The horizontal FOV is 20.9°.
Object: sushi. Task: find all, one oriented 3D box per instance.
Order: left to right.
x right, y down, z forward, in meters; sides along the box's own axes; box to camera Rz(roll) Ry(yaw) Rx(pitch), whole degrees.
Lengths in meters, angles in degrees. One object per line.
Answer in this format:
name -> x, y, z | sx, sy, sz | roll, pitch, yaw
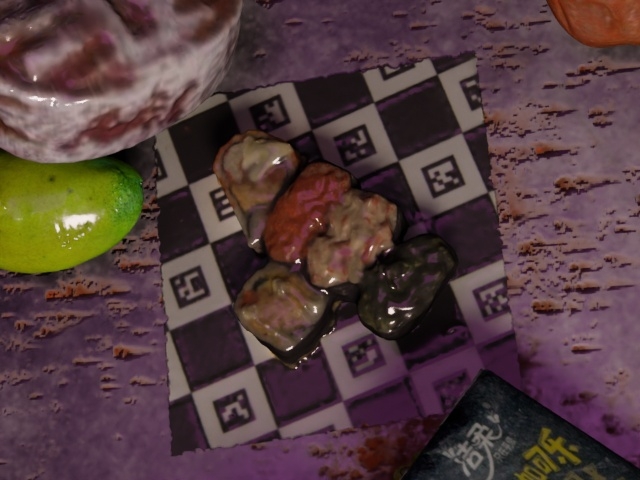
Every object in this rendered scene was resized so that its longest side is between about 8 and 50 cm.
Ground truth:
sushi -> 0.000, 0.000, 1.532 | 0.320, 0.069, 0.339 | -8, 73, 11

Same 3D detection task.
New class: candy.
candy -> -0.203, -0.185, 1.565 | 0.289, 0.157, 0.214 | -32, 65, -29

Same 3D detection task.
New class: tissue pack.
tissue pack -> 0.186, 0.234, 1.350 | 0.257, 0.081, 0.185 | 33, 43, 11

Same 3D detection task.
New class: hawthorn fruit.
hawthorn fruit -> 0.253, -0.232, 1.487 | 0.149, 0.189, 0.149 | 5, 105, 20

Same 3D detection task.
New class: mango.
mango -> -0.247, -0.032, 1.578 | 0.178, 0.100, 0.119 | -6, 100, 13

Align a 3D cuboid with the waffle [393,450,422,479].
waffle -> 0.132, 0.249, 1.446 | 0.169, 0.036, 0.183 | -34, 70, -4
